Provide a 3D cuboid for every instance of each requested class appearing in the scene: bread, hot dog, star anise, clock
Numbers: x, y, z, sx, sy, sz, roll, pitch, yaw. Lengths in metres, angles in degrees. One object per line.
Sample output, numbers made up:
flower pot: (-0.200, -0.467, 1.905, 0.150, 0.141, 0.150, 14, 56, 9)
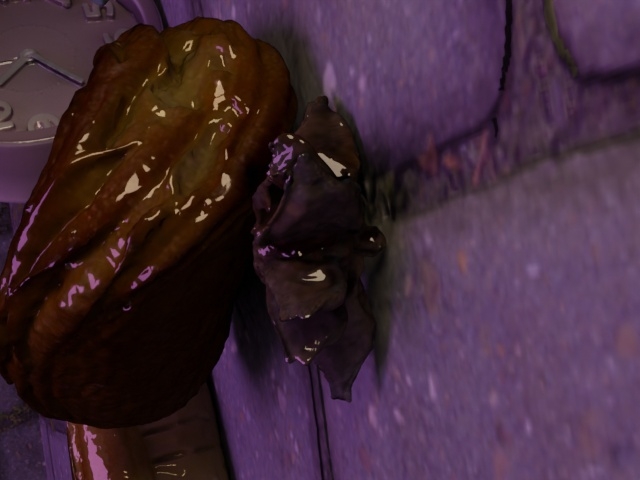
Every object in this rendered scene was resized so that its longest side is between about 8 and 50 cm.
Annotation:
bread: (-0.126, 0.195, 0.803, 0.140, 0.106, 0.236, 126, 134, -65)
hot dog: (-0.095, 0.001, 0.590, 0.272, 0.122, 0.196, 117, 175, -62)
star anise: (0.001, 0.012, 0.459, 0.124, 0.056, 0.129, -78, -17, -71)
clock: (-0.211, -0.124, 0.787, 0.068, 0.196, 0.197, 96, 158, -56)

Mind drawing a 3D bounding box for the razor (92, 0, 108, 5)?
razor: (-0.065, -0.234, 0.559, 0.278, 0.056, 0.111, -44, 20, 59)
